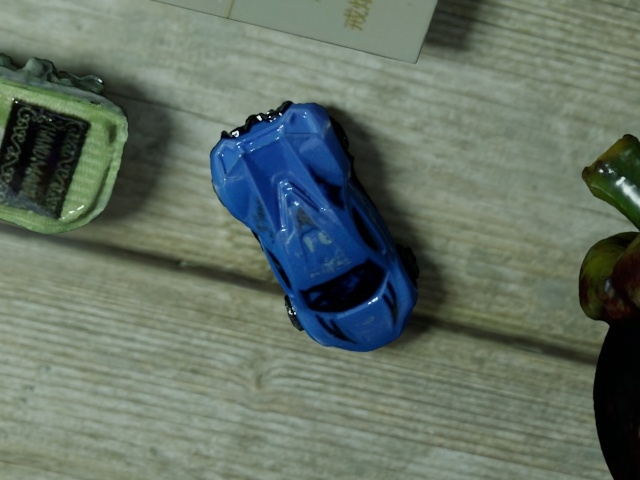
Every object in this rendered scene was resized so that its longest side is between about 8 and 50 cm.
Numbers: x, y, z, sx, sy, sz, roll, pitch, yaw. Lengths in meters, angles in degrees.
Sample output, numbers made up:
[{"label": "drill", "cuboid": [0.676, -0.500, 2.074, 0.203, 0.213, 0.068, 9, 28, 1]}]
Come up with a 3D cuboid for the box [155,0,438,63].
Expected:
[{"label": "box", "cuboid": [-0.081, -0.249, 1.254, 0.365, 0.051, 0.205, 13, 120, -13]}]

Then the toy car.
[{"label": "toy car", "cuboid": [0.000, 0.000, 1.404, 0.103, 0.063, 0.216, -25, 120, 9]}]

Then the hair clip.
[{"label": "hair clip", "cuboid": [-0.295, -0.088, 1.314, 0.321, 0.091, 0.138, 8, 121, -22]}]

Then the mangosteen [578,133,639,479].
[{"label": "mangosteen", "cuboid": [0.319, 0.085, 1.347, 0.297, 0.297, 0.313, -28, 133, 11]}]
